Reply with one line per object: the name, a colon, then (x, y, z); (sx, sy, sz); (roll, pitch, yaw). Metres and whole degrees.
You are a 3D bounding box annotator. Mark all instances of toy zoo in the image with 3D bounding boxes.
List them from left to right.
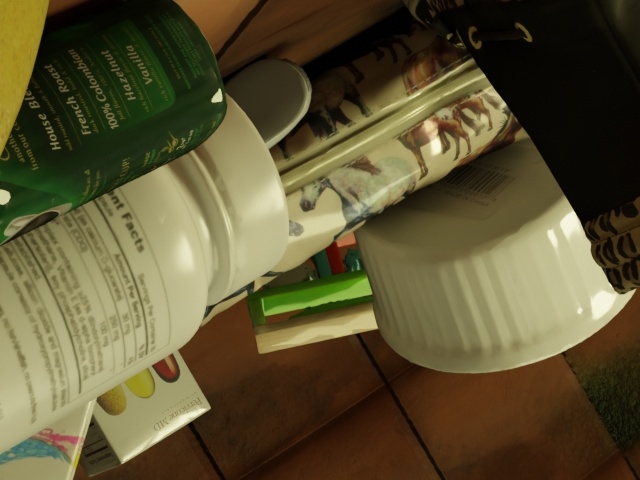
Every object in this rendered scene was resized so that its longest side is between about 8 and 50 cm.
toy zoo: (0.000, 0.000, 1.473); (0.192, 0.030, 0.293); (-11, -141, -4)

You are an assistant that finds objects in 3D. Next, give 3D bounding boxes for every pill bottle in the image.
pill bottle: (-0.165, 0.020, 0.729); (0.283, 0.160, 0.160); (-30, 179, -31)

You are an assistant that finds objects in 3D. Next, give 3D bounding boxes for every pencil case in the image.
pencil case: (0.007, -0.076, 1.191); (0.410, 0.160, 0.183); (-30, -166, -8)

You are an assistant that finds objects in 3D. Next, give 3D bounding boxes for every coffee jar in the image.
coffee jar: (-0.139, -0.044, 0.601); (0.184, 0.079, 0.096); (-31, -177, -35)

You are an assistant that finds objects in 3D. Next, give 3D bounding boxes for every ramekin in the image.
ramekin: (0.163, -0.013, 1.278); (0.277, 0.135, 0.277); (-17, -147, 12)

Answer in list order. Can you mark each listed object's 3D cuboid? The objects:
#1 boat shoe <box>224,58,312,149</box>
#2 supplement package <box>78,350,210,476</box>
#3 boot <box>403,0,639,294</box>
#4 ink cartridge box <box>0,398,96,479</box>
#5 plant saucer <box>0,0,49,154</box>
boat shoe: (-0.105, -0.065, 1.039); (0.228, 0.080, 0.076); (-38, 177, 2)
supplement package: (-0.265, 0.139, 1.578); (0.139, 0.244, 0.134); (-31, 180, -31)
boot: (0.187, -0.110, 0.949); (0.138, 0.284, 0.377); (-30, 178, -1)
ink cartridge box: (-0.249, 0.148, 0.982); (0.226, 0.131, 0.306); (149, -40, -70)
plant saucer: (-0.250, 0.017, 0.365); (0.333, 0.081, 0.333); (-31, 179, 18)
